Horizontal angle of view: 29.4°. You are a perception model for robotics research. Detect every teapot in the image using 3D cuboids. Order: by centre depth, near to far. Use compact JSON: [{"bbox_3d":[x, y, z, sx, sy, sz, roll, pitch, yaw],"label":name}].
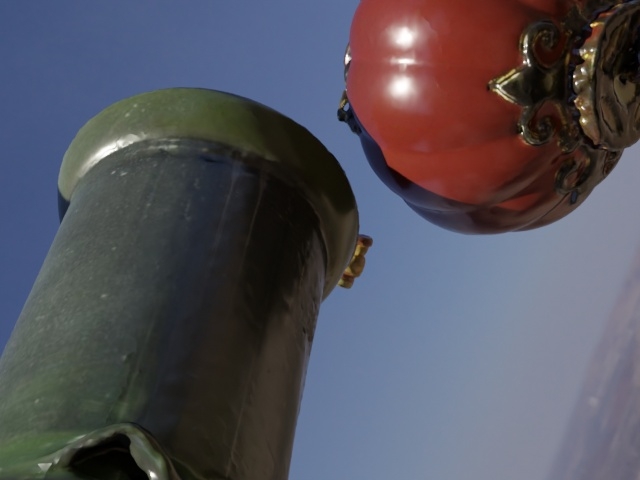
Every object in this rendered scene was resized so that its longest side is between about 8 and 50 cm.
[{"bbox_3d":[-0.104,0.107,0.698,0.337,0.200,0.270,-79,11,-49],"label":"teapot"}]

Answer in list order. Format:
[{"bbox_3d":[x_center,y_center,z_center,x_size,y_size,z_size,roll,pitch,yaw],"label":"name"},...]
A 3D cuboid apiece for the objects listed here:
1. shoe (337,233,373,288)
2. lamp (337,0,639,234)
[{"bbox_3d":[0.003,0.002,1.303,0.069,0.109,0.072,-55,-32,5],"label":"shoe"},{"bbox_3d":[0.122,-0.113,0.796,0.227,0.227,0.226,21,-90,-76],"label":"lamp"}]
